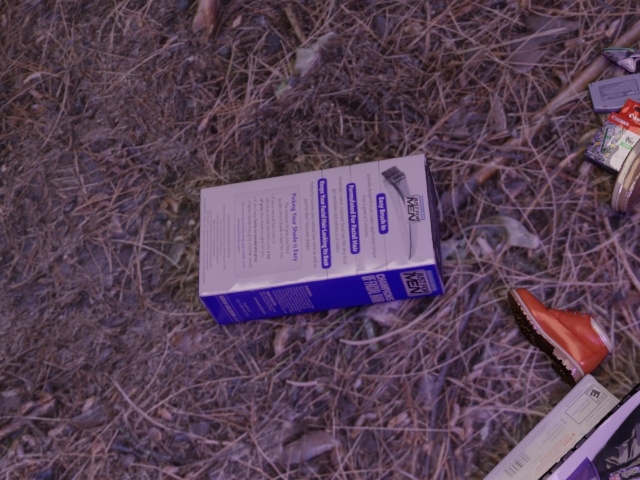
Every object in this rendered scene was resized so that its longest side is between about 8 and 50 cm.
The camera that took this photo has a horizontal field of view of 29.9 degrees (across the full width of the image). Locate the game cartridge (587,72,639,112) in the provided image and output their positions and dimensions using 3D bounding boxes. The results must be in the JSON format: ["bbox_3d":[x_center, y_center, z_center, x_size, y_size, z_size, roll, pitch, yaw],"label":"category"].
[{"bbox_3d":[0.444,-0.217,1.784,0.083,0.017,0.056,-10,57,9],"label":"game cartridge"}]

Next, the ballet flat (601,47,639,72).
[{"bbox_3d":[0.478,-0.270,1.792,0.114,0.041,0.041,0,62,15],"label":"ballet flat"}]

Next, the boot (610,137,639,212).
[{"bbox_3d":[0.519,-0.096,1.667,0.165,0.077,0.213,34,74,24],"label":"boot"}]

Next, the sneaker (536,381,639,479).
[{"bbox_3d":[0.386,0.262,1.454,0.283,0.107,0.124,-42,76,-6],"label":"sneaker"}]

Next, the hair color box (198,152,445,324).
[{"bbox_3d":[0.000,0.000,1.726,0.339,0.110,0.185,-9,59,11],"label":"hair color box"}]

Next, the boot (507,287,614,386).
[{"bbox_3d":[0.322,0.114,1.616,0.085,0.059,0.158,-36,68,-10],"label":"boot"}]

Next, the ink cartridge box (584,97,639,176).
[{"bbox_3d":[0.439,-0.153,1.733,0.063,0.029,0.115,32,84,26],"label":"ink cartridge box"}]

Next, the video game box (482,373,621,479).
[{"bbox_3d":[0.341,0.301,1.512,0.205,0.048,0.187,-42,59,-10],"label":"video game box"}]
